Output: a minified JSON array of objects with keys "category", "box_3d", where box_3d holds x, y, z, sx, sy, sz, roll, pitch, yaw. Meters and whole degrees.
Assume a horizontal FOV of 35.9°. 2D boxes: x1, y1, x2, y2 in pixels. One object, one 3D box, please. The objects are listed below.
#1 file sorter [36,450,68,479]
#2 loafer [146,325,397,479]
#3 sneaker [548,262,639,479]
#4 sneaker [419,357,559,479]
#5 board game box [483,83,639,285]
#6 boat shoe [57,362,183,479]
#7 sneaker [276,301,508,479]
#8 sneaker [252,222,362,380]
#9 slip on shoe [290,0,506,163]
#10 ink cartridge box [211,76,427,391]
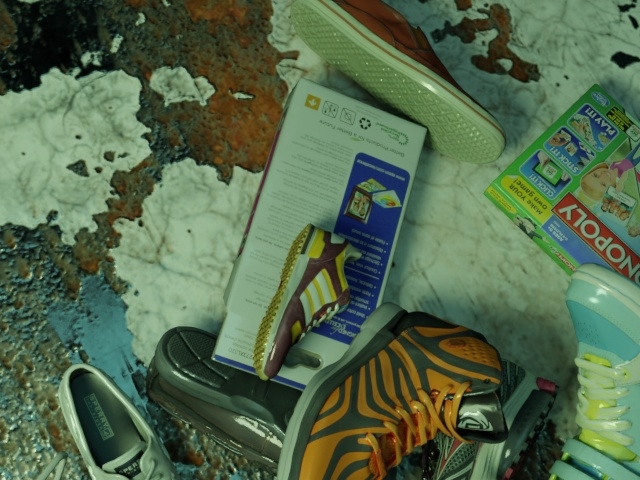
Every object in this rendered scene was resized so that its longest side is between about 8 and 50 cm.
[{"category":"file sorter","box_3d":[-0.194,0.363,0.958,0.278,0.193,0.173,28,38,2]},{"category":"loafer","box_3d":[-0.059,0.206,1.114,0.302,0.095,0.109,31,38,-1]},{"category":"sneaker","box_3d":[0.314,0.192,1.081,0.208,0.127,0.319,-43,117,-13]},{"category":"sneaker","box_3d":[0.153,0.259,1.103,0.112,0.121,0.299,27,55,19]},{"category":"board game box","box_3d":[0.396,-0.024,1.266,0.317,0.046,0.213,45,71,8]},{"category":"boat shoe","box_3d":[-0.209,0.247,1.068,0.095,0.084,0.258,-35,79,-18]},{"category":"sneaker","box_3d":[0.090,0.181,1.007,0.180,0.124,0.321,11,41,26]},{"category":"sneaker","box_3d":[-0.011,0.074,1.086,0.084,0.069,0.185,24,70,-10]},{"category":"slip on shoe","box_3d":[0.111,-0.224,1.262,0.331,0.123,0.101,41,67,12]},{"category":"ink cartridge box","box_3d":[0.000,0.000,1.179,0.176,0.069,0.371,21,67,-12]}]
